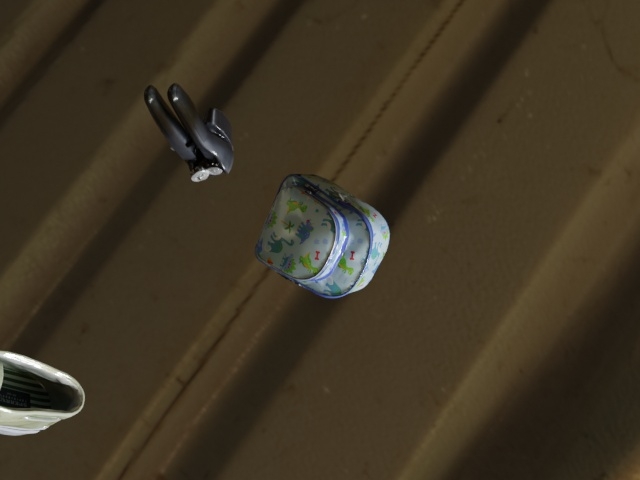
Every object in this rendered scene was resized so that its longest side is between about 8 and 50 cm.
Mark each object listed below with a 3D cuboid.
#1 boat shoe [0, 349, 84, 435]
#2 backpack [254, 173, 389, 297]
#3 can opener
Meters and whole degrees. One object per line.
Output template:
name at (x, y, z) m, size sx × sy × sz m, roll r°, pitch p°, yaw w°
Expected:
boat shoe at (-0.376, 0.143, 1.207) m, size 0.094 × 0.302 × 0.109 m, roll -19°, pitch -112°, yaw 26°
backpack at (0.000, 0.000, 1.107) m, size 0.114 × 0.084 × 0.105 m, roll 29°, pitch -75°, yaw 17°
can opener at (-0.140, -0.115, 1.201) m, size 0.059 × 0.186 × 0.073 m, roll -13°, pitch -111°, yaw 14°
